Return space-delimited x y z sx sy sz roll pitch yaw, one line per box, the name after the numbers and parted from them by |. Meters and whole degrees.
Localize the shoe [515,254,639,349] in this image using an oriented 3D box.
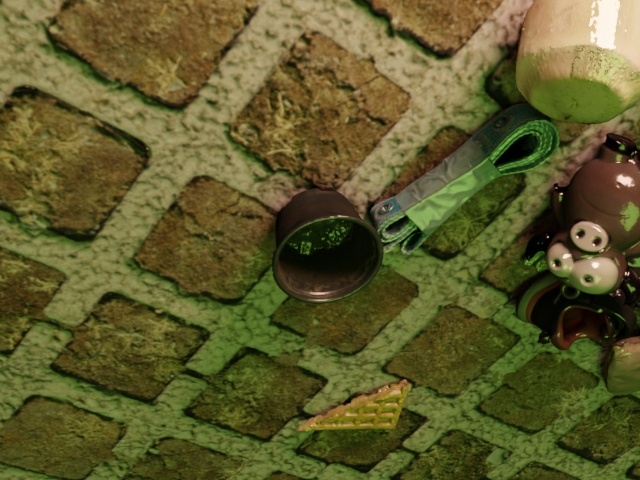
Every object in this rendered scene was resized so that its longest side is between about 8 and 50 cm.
0.471 0.090 1.241 0.291 0.137 0.114 -26 129 7 | shoe

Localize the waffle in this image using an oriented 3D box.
0.058 0.299 1.381 0.191 0.032 0.125 3 129 -16 | waffle

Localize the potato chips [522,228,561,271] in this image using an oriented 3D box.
0.425 -0.010 1.220 0.092 0.028 0.207 37 109 -27 | potato chips

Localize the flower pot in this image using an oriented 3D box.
0.000 0.000 1.085 0.158 0.106 0.157 -8 128 -10 | flower pot

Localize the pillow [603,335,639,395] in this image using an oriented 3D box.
0.662 0.219 1.433 0.271 0.067 0.173 -12 135 -3 | pillow

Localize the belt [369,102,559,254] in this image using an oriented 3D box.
0.199 -0.080 1.087 0.302 0.072 0.087 -37 124 16 | belt

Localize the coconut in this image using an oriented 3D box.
0.329 -0.241 0.938 0.171 0.182 0.171 17 160 6 | coconut

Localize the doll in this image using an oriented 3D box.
0.421 -0.022 1.133 0.117 0.182 0.257 -15 131 -60 | doll
